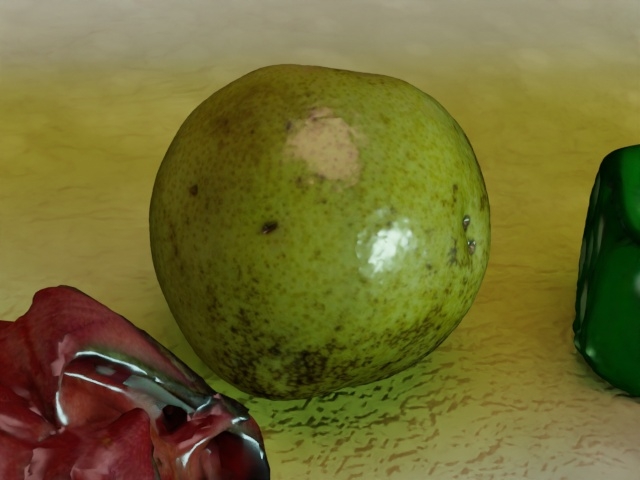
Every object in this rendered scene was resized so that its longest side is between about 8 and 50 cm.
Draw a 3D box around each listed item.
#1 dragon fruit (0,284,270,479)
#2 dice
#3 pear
[{"bbox_3d":[-0.149,0.110,0.562,0.234,0.293,0.233,-33,24,16],"label":"dragon fruit"},{"bbox_3d":[0.227,0.020,0.867,0.128,0.120,0.131,9,35,3],"label":"dice"},{"bbox_3d":[0.000,0.000,0.802,0.197,0.197,0.197,6,38,-4],"label":"pear"}]
